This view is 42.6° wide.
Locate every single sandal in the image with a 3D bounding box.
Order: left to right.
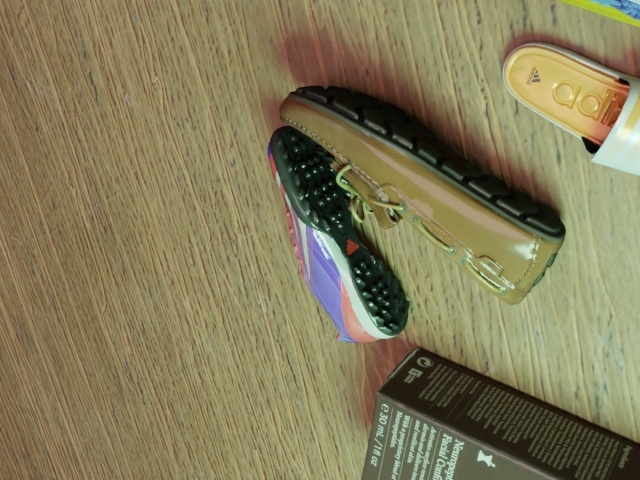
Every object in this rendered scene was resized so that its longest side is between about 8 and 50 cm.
[{"bbox_3d":[0.302,-0.126,0.861,0.265,0.076,0.102,28,124,21],"label":"sandal"}]

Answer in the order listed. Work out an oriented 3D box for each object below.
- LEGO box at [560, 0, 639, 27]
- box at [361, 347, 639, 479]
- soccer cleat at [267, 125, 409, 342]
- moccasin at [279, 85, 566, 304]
[{"bbox_3d":[0.331,-0.269,0.557,0.500,0.372,0.193,27,93,24],"label":"LEGO box"},{"bbox_3d":[0.250,0.315,1.060,0.381,0.143,0.191,21,121,24],"label":"box"},{"bbox_3d":[0.000,0.000,1.112,0.116,0.109,0.318,-23,99,43],"label":"soccer cleat"},{"bbox_3d":[0.106,-0.061,1.000,0.380,0.139,0.147,33,117,7],"label":"moccasin"}]
